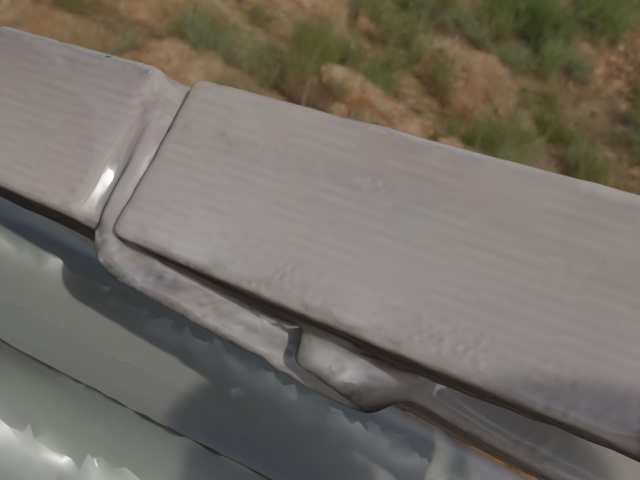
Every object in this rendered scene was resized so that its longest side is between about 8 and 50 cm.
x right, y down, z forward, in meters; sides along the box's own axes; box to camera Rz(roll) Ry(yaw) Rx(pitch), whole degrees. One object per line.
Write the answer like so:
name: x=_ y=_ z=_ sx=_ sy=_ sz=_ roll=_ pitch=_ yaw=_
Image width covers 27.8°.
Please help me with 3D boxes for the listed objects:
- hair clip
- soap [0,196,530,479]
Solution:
hair clip: x=-0.002 y=0.004 z=0.436 sx=0.331 sy=0.085 sz=0.101 roll=20 pitch=-8 yaw=36
soap: x=-0.078 y=0.230 z=0.639 sx=0.435 sy=0.350 sz=0.213 roll=33 pitch=16 yaw=-16
